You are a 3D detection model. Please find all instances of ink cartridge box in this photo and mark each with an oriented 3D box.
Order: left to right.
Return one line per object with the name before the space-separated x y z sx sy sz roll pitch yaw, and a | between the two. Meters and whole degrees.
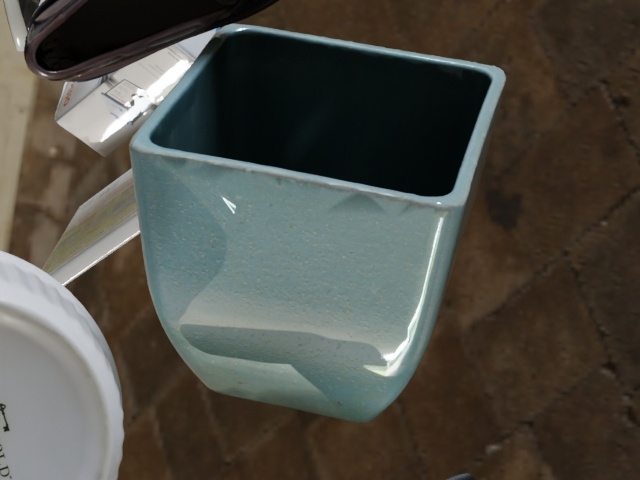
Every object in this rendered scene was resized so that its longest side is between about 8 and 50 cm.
ink cartridge box | -0.208 -0.207 1.693 0.191 0.082 0.139 -36 32 33

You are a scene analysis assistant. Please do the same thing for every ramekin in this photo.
ramekin | -0.266 0.137 1.049 0.127 0.273 0.272 -169 88 -70

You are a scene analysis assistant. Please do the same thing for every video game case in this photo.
video game case | -0.234 -0.040 1.758 0.227 0.026 0.206 -33 20 24

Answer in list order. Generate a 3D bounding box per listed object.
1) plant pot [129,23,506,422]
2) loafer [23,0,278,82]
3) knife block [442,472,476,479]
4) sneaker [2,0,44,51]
plant pot | 0.000 0.000 1.194 0.248 0.247 0.252 -64 -18 -56
loafer | -0.105 -0.209 1.178 0.303 0.109 0.095 -29 16 11
knife block | 0.049 0.272 1.281 0.242 0.276 0.088 -87 21 -59
sneaker | -0.302 -0.321 1.618 0.079 0.121 0.216 -121 20 -50
